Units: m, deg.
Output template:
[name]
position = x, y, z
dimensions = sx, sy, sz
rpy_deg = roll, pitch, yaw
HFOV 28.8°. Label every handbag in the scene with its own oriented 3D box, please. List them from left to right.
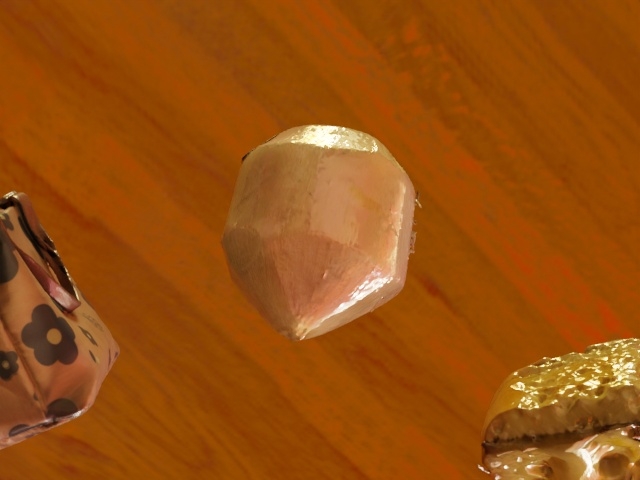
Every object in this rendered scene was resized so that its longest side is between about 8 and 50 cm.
[handbag]
position = -0.294, 0.071, 1.080
dimensions = 0.190, 0.251, 0.193
rpy_deg = -20, 97, -2

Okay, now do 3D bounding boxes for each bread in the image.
[bread]
position = 0.271, 0.199, 1.323
dimensions = 0.262, 0.204, 0.162
rpy_deg = 51, 28, -51

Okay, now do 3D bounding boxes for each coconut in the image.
[coconut]
position = 0.000, 0.000, 1.071
dimensions = 0.171, 0.171, 0.183
rpy_deg = 16, 73, -27
